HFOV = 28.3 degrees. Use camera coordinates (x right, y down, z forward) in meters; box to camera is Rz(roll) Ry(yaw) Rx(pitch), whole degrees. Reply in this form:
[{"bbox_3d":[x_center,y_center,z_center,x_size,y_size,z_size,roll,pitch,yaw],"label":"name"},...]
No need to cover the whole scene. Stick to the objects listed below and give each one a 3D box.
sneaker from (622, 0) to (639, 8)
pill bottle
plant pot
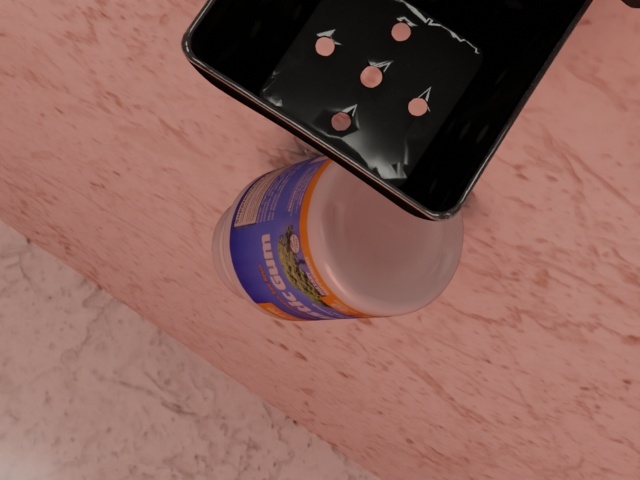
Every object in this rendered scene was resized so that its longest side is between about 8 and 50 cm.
[{"bbox_3d":[0.205,-0.156,0.629,0.229,0.086,0.132,32,168,35],"label":"sneaker"},{"bbox_3d":[0.000,0.000,1.184,0.152,0.152,0.272,40,158,-18],"label":"pill bottle"},{"bbox_3d":[0.040,-0.127,0.814,0.187,0.188,0.167,33,173,1],"label":"plant pot"}]
